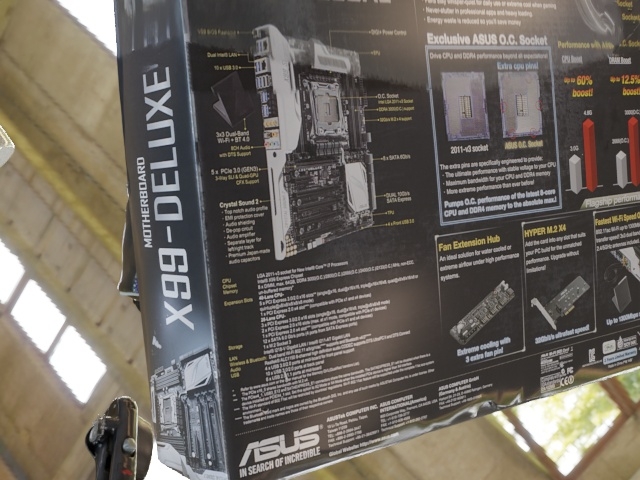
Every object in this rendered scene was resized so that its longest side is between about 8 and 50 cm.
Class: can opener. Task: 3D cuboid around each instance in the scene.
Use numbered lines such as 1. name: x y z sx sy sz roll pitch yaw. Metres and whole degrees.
1. can opener: -0.191 0.227 0.824 0.073 0.059 0.186 23 -148 -21

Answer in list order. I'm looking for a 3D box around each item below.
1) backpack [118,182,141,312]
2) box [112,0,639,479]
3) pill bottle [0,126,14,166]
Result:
1. backpack: 0.000 0.000 0.687 0.253 0.191 0.225 20 -166 27
2. box: 0.055 -0.028 0.463 0.307 0.243 0.076 -9 -174 -33
3. pill bottle: -0.458 -0.174 0.910 0.278 0.162 0.162 54 -161 -5
